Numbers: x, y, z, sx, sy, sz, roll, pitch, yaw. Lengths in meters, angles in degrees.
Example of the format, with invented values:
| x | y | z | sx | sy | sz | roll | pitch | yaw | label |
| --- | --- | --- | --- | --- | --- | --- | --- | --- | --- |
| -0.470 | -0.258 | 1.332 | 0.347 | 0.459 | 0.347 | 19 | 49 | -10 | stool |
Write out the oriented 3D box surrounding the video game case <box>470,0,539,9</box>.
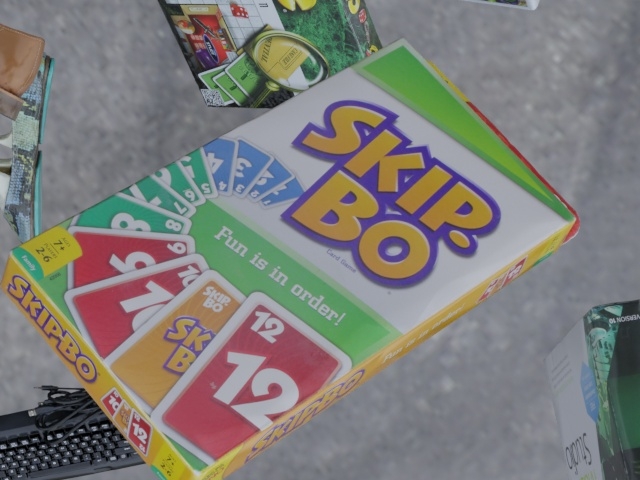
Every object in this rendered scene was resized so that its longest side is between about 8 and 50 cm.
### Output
| x | y | z | sx | sy | sz | roll | pitch | yaw | label |
| --- | --- | --- | --- | --- | --- | --- | --- | --- | --- |
| 0.120 | -0.309 | 1.952 | 0.022 | 0.190 | 0.173 | -66 | 152 | -24 | video game case |

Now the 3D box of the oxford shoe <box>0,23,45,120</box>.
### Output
| x | y | z | sx | sy | sz | roll | pitch | yaw | label |
| --- | --- | --- | --- | --- | --- | --- | --- | --- | --- |
| -0.298 | -0.170 | 1.396 | 0.076 | 0.212 | 0.076 | -61 | 175 | -1 | oxford shoe |

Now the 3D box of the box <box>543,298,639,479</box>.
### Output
| x | y | z | sx | sy | sz | roll | pitch | yaw | label |
| --- | --- | --- | --- | --- | --- | --- | --- | --- | --- |
| 0.279 | 0.235 | 1.722 | 0.058 | 0.322 | 0.232 | -10 | 165 | -6 | box |

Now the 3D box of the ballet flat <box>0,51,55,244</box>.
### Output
| x | y | z | sx | sy | sz | roll | pitch | yaw | label |
| --- | --- | --- | --- | --- | --- | --- | --- | --- | --- |
| -0.280 | -0.084 | 1.725 | 0.070 | 0.070 | 0.188 | -5 | 110 | -35 | ballet flat |

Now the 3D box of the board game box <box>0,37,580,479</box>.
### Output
| x | y | z | sx | sy | sz | roll | pitch | yaw | label |
| --- | --- | --- | --- | --- | --- | --- | --- | --- | --- |
| 0.000 | 0.000 | 0.833 | 0.259 | 0.124 | 0.039 | -31 | 161 | -37 | board game box |

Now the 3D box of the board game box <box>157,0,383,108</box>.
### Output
| x | y | z | sx | sy | sz | roll | pitch | yaw | label |
| --- | --- | --- | --- | --- | --- | --- | --- | --- | --- |
| -0.053 | -0.181 | 1.127 | 0.030 | 0.136 | 0.259 | -63 | 143 | -37 | board game box |

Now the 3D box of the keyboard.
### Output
| x | y | z | sx | sy | sz | roll | pitch | yaw | label |
| --- | --- | --- | --- | --- | --- | --- | --- | --- | --- |
| -0.162 | 0.139 | 1.317 | 0.192 | 0.038 | 0.100 | -13 | 133 | 1 | keyboard |
